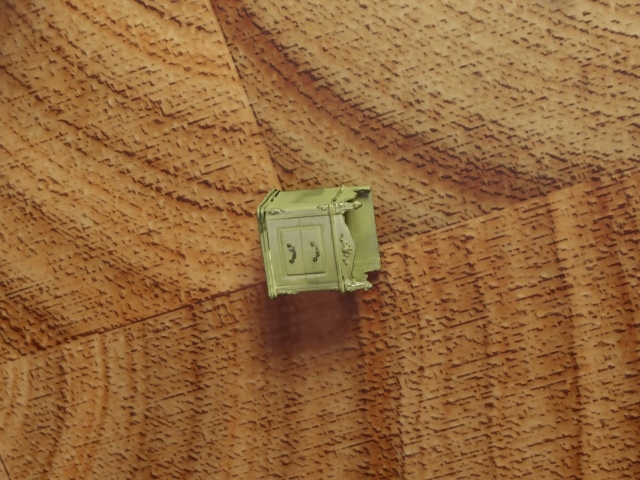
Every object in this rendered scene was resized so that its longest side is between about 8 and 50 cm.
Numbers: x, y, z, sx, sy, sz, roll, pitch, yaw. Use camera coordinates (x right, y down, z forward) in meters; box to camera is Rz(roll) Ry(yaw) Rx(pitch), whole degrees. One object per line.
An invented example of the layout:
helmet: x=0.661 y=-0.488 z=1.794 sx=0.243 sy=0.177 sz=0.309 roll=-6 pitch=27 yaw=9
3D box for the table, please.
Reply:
table: x=0.000 y=0.000 z=1.247 sx=0.083 sy=0.062 sz=0.079 roll=-4 pitch=106 yaw=12
